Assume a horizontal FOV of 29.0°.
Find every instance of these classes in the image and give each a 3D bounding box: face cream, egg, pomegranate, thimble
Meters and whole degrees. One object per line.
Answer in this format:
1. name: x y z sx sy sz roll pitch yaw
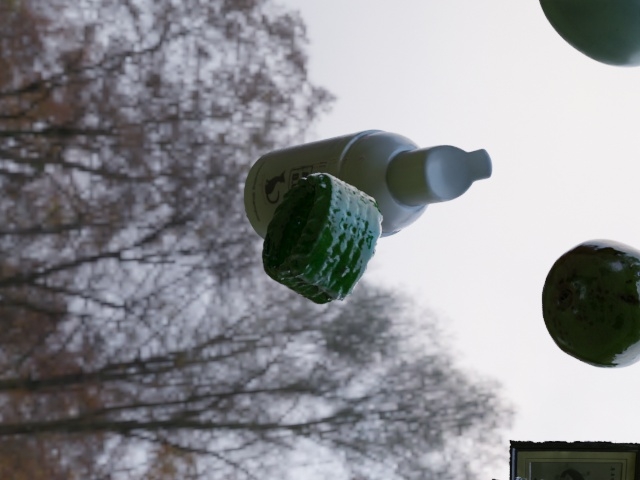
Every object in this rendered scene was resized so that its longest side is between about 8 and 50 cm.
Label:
1. face cream: 0.058 -0.073 1.609 0.370 0.145 0.145 -9 -96 53
2. egg: 0.419 -0.353 1.813 0.231 0.168 0.168 44 -40 -1
3. pomegranate: 0.412 0.088 1.694 0.181 0.224 0.181 -8 -100 50
4. thimble: 0.000 0.000 1.313 0.118 0.090 0.130 -30 -140 44

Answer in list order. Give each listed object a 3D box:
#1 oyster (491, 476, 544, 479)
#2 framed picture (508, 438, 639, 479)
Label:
1. oyster: 0.156 0.229 0.999 0.122 0.146 0.045 -11 -125 21
2. framed picture: 0.369 0.376 1.785 0.010 0.199 0.195 -79 168 -70
